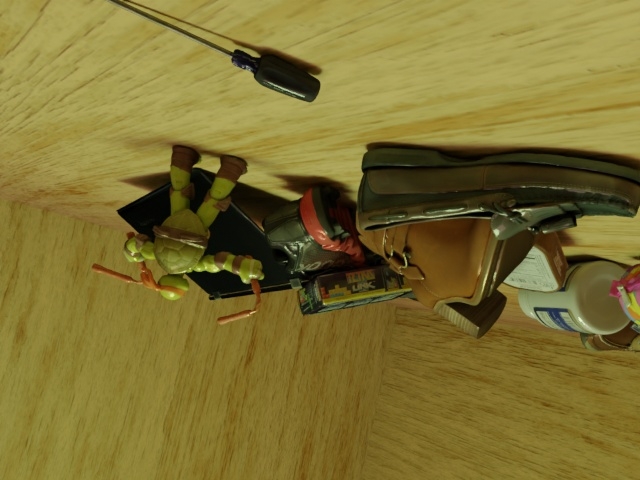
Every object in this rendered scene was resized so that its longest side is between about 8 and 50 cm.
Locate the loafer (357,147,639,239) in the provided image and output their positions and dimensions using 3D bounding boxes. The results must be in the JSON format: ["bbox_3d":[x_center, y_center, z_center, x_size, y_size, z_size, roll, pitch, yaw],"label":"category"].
[{"bbox_3d":[0.158,-0.034,0.587,0.267,0.084,0.096,9,172,32],"label":"loafer"}]

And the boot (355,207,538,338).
[{"bbox_3d":[0.145,-0.013,0.776,0.220,0.109,0.283,40,162,25],"label":"boot"}]

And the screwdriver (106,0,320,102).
[{"bbox_3d":[-0.077,-0.142,0.452,0.169,0.024,0.025,22,-160,-15],"label":"screwdriver"}]

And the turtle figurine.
[{"bbox_3d":[-0.190,-0.014,0.829,0.269,0.218,0.087,10,172,23],"label":"turtle figurine"}]

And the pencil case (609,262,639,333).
[{"bbox_3d":[0.442,0.060,0.766,0.104,0.105,0.236,11,171,12],"label":"pencil case"}]

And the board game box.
[{"bbox_3d":[0.060,0.078,1.002,0.170,0.048,0.141,-8,167,-18],"label":"board game box"}]

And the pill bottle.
[{"bbox_3d":[0.406,0.092,1.005,0.111,0.112,0.186,14,173,-10],"label":"pill bottle"}]

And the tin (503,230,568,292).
[{"bbox_3d":[0.273,0.021,0.839,0.106,0.040,0.189,3,154,33],"label":"tin"}]

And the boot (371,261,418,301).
[{"bbox_3d":[0.119,0.072,1.454,0.338,0.118,0.222,-3,163,27],"label":"boot"}]

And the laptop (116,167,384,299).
[{"bbox_3d":[-0.116,-0.020,1.214,0.407,0.237,0.381,-17,-177,-38],"label":"laptop"}]

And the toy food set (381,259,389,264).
[{"bbox_3d":[0.210,0.032,1.087,0.191,0.039,0.132,8,-175,22],"label":"toy food set"}]

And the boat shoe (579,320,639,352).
[{"bbox_3d":[0.624,0.164,1.222,0.323,0.123,0.119,9,172,-43],"label":"boat shoe"}]

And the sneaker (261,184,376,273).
[{"bbox_3d":[0.000,-0.001,0.948,0.135,0.098,0.276,-20,160,16],"label":"sneaker"}]
